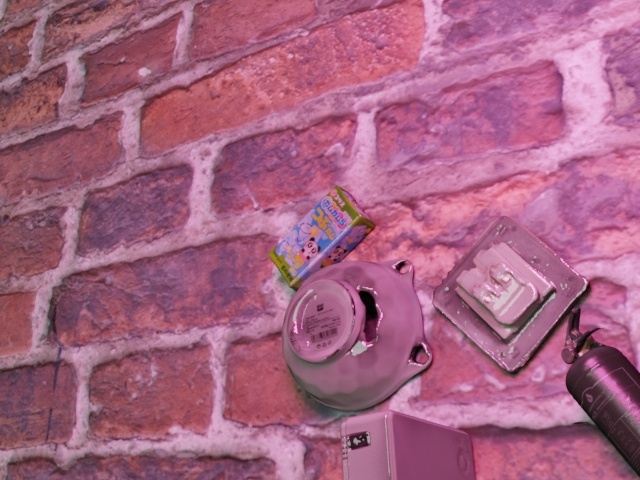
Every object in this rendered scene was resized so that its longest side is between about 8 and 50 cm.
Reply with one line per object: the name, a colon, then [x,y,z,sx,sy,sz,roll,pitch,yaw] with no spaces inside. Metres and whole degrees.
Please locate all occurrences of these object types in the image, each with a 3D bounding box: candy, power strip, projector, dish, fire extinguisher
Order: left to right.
candy: [0.000,0.000,1.624,0.194,0.062,0.097,-45,51,12]
dish: [0.035,0.150,1.501,0.303,0.120,0.303,-15,64,33]
projector: [0.131,0.362,1.253,0.099,0.257,0.192,-19,62,30]
power strip: [0.288,0.075,1.381,0.198,0.064,0.213,-54,51,9]
fire extinguisher: [0.428,0.233,1.189,0.311,0.095,0.114,54,139,38]
